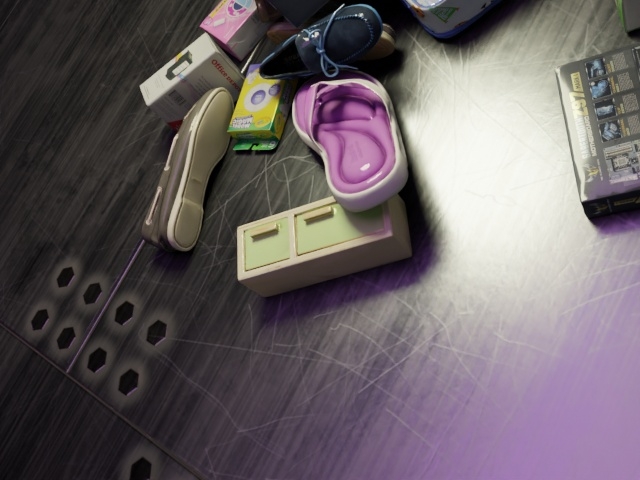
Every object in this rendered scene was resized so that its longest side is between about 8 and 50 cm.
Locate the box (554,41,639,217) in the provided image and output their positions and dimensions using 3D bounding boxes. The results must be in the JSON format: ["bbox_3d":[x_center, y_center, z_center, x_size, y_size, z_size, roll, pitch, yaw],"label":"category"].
[{"bbox_3d":[0.437,-0.161,0.950,0.183,0.059,0.233,-13,61,24],"label":"box"}]

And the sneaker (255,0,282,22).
[{"bbox_3d":[-0.100,-0.498,1.356,0.071,0.066,0.188,-14,58,-1],"label":"sneaker"}]

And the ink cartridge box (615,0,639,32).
[{"bbox_3d":[0.509,-0.444,1.028,0.160,0.092,0.219,-15,60,22],"label":"ink cartridge box"}]

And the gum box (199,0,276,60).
[{"bbox_3d":[-0.150,-0.484,1.446,0.188,0.062,0.107,-49,53,0],"label":"gum box"}]

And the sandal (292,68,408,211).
[{"bbox_3d":[0.041,-0.204,1.121,0.169,0.102,0.416,-30,39,4],"label":"sandal"}]

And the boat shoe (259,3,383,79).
[{"bbox_3d":[-0.003,-0.320,1.191,0.258,0.109,0.089,-17,20,48],"label":"boat shoe"}]

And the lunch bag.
[{"bbox_3d":[0.216,-0.513,1.220,0.243,0.115,0.303,-37,52,16],"label":"lunch bag"}]

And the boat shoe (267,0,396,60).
[{"bbox_3d":[0.022,-0.399,1.283,0.285,0.103,0.092,15,79,40],"label":"boat shoe"}]

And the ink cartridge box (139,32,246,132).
[{"bbox_3d":[-0.248,-0.305,1.374,0.175,0.127,0.072,-36,51,9],"label":"ink cartridge box"}]

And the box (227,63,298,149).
[{"bbox_3d":[-0.112,-0.257,1.325,0.105,0.043,0.179,3,70,31],"label":"box"}]

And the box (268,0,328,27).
[{"bbox_3d":[-0.063,-0.637,1.249,0.212,0.293,0.395,-33,36,30],"label":"box"}]

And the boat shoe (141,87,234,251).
[{"bbox_3d":[-0.258,-0.142,1.309,0.095,0.112,0.335,6,73,27],"label":"boat shoe"}]

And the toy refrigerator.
[{"bbox_3d":[0.000,0.000,1.101,0.269,0.094,0.102,-17,60,23],"label":"toy refrigerator"}]
